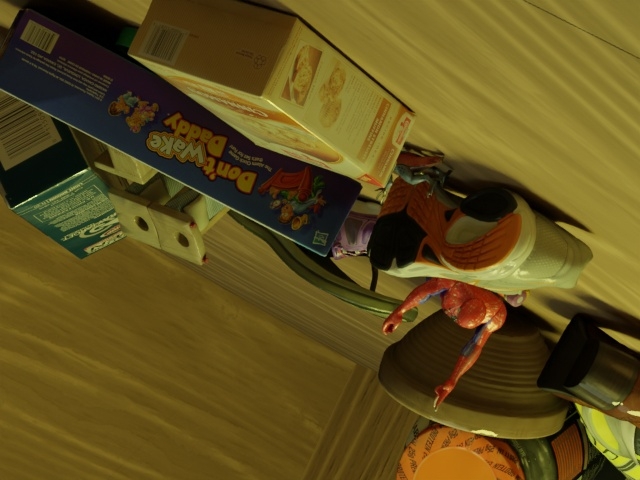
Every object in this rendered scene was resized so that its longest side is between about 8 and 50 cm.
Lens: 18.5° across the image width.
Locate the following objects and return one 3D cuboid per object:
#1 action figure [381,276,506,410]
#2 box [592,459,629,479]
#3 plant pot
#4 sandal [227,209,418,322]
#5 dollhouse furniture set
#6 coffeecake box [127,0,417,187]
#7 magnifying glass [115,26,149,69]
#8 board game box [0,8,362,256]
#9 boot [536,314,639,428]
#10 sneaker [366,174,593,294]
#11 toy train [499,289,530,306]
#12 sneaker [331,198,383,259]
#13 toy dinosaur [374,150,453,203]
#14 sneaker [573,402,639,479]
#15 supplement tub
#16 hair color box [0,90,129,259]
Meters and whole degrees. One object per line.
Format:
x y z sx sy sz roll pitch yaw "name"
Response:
0.118 0.083 2.050 0.091 0.139 0.280 41 179 -7 "action figure"
0.443 0.303 2.740 0.165 0.143 0.270 28 173 -30 "box"
0.195 0.143 2.399 0.237 0.110 0.237 11 -163 -3 "plant pot"
-0.002 -0.001 2.347 0.303 0.086 0.120 39 -174 26 "sandal"
-0.154 -0.094 2.135 0.129 0.129 0.184 21 142 35 "dollhouse furniture set"
-0.035 -0.120 1.526 0.142 0.068 0.185 20 172 37 "coffeecake box"
-0.082 -0.139 1.775 0.231 0.026 0.092 26 174 15 "magnifying glass"
-0.147 -0.108 1.888 0.347 0.078 0.233 27 -179 -12 "board game box"
0.390 0.188 2.164 0.280 0.096 0.264 30 173 -7 "boot"
0.140 0.008 1.776 0.121 0.099 0.262 24 176 -27 "sneaker"
0.164 0.012 1.949 0.125 0.046 0.166 42 -178 10 "toy train"
0.048 -0.004 2.130 0.170 0.071 0.068 20 172 37 "sneaker"
0.074 -0.072 1.718 0.082 0.047 0.090 33 143 17 "toy dinosaur"
0.411 0.232 2.439 0.147 0.145 0.385 34 169 30 "sneaker"
0.237 0.275 2.549 0.207 0.207 0.338 23 -161 21 "supplement tub"
-0.311 -0.098 2.293 0.174 0.105 0.347 63 -179 12 "hair color box"
